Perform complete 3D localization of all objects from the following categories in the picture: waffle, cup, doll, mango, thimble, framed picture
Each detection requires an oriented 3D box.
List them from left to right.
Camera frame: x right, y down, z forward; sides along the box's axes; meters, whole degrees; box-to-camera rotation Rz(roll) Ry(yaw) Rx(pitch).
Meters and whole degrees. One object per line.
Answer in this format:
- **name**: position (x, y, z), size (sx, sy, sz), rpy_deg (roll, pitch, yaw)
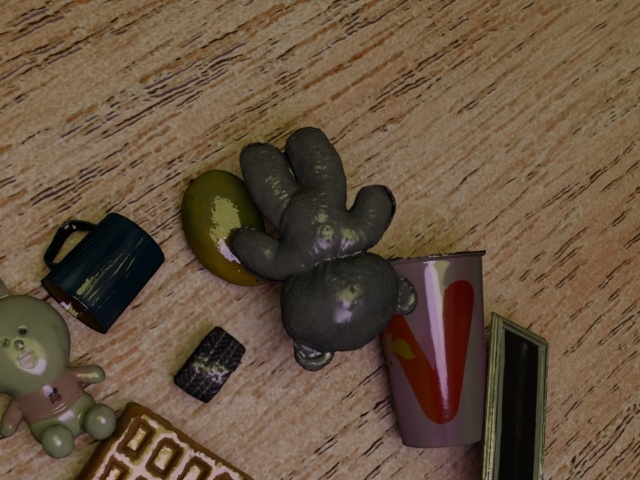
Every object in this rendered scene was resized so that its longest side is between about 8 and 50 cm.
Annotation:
- **doll**: position (-0.392, 0.175, 1.140), size (0.155, 0.113, 0.275), rpy_deg (-36, 85, -21)
- **cup**: position (-0.316, 0.032, 1.193), size (0.150, 0.113, 0.138), rpy_deg (42, 66, -9)
- **waffle**: position (-0.262, 0.408, 1.136), size (0.224, 0.098, 0.327), rpy_deg (36, 67, -7)
- **thimble**: position (-0.160, 0.180, 1.226), size (0.066, 0.095, 0.104), rpy_deg (38, 82, -6)
- **mango**: position (-0.142, -0.015, 1.283), size (0.122, 0.085, 0.191), rpy_deg (-18, 83, -26)
- **doll**: position (0.001, 0.004, 1.234), size (0.246, 0.158, 0.340), rpy_deg (-24, 72, -7)
- **cup**: position (0.176, 0.166, 1.315), size (0.203, 0.203, 0.288), rpy_deg (-5, 87, -21)
- **framed picture**: position (0.318, 0.279, 1.354), size (0.231, 0.018, 0.293), rpy_deg (25, 66, -51)
